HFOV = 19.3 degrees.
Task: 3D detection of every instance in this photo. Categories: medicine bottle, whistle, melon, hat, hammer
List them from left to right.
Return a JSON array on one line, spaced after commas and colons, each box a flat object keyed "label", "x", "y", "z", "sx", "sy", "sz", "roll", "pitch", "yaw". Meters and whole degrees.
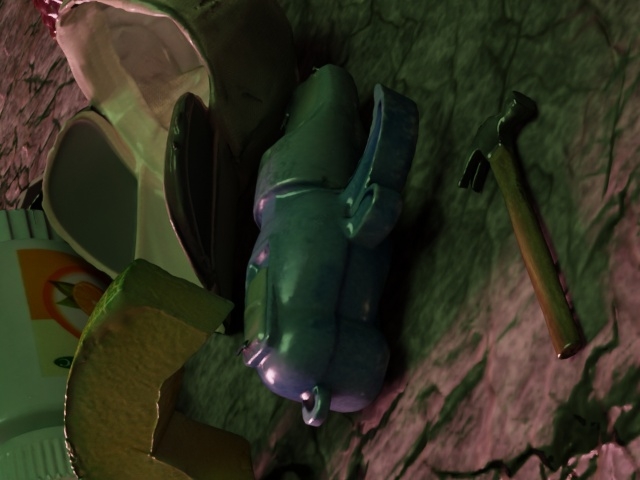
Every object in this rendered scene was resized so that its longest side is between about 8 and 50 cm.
[{"label": "medicine bottle", "x": -0.203, "y": 0.119, "z": 1.362, "sx": 0.158, "sy": 0.158, "sz": 0.318, "roll": -55, "pitch": 33, "yaw": 24}, {"label": "melon", "x": -0.097, "y": 0.108, "z": 1.161, "sx": 0.064, "sy": 0.118, "sz": 0.209, "roll": -96, "pitch": 7, "yaw": -61}, {"label": "hat", "x": -0.091, "y": -0.070, "z": 1.319, "sx": 0.232, "sy": 0.161, "sz": 0.275, "roll": 0, "pitch": 96, "yaw": 65}, {"label": "whistle", "x": 0.000, "y": 0.000, "z": 1.182, "sx": 0.180, "sy": 0.093, "sz": 0.269, "roll": -48, "pitch": 29, "yaw": 47}, {"label": "hammer", "x": 0.114, "y": -0.004, "z": 1.055, "sx": 0.062, "sy": 0.017, "sz": 0.182, "roll": -49, "pitch": 36, "yaw": 32}]

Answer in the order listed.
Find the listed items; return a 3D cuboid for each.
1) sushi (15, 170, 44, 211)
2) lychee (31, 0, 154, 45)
[{"label": "sushi", "x": -0.190, "y": -0.036, "z": 1.548, "sx": 0.201, "sy": 0.031, "sz": 0.139, "roll": -34, "pitch": 32, "yaw": 34}, {"label": "lychee", "x": -0.154, "y": -0.228, "z": 1.462, "sx": 0.188, "sy": 0.188, "sz": 0.188, "roll": -37, "pitch": 42, "yaw": 43}]
